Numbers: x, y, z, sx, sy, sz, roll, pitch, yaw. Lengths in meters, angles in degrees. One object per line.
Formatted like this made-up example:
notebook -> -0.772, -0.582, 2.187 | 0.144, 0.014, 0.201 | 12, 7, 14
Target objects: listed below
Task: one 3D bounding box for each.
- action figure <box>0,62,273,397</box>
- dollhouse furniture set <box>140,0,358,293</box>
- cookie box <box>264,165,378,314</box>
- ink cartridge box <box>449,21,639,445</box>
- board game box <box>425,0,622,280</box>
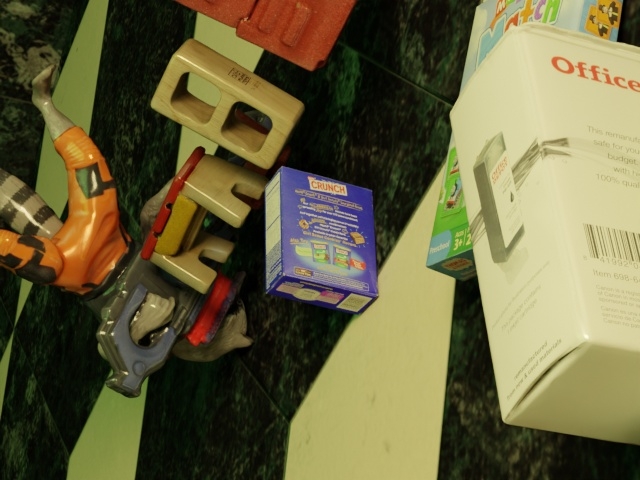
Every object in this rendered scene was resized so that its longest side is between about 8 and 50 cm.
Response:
action figure -> -0.188, -0.015, 1.625 | 0.178, 0.330, 0.341 | -28, 22, 55
dollhouse furniture set -> -0.069, -0.166, 1.466 | 0.374, 0.152, 0.201 | -61, -1, 35
cookie box -> 0.000, 0.000, 1.400 | 0.040, 0.092, 0.107 | -44, 39, 49
ink cartridge box -> 0.169, -0.001, 0.903 | 0.092, 0.159, 0.217 | 126, 148, -46
board game box -> 0.143, -0.089, 1.142 | 0.160, 0.039, 0.211 | -27, 47, 63
